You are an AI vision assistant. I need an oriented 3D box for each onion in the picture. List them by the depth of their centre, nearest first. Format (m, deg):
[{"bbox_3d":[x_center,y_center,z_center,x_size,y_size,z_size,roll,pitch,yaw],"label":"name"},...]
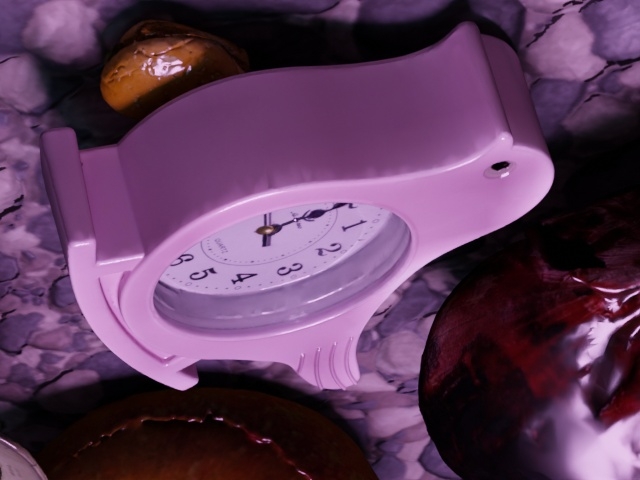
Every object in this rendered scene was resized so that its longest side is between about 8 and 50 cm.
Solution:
[{"bbox_3d":[0.192,0.072,1.117,0.281,0.221,0.281,-2,159,-1],"label":"onion"}]

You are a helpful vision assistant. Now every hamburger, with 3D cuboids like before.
[{"bbox_3d":[-0.079,-0.089,1.030,0.083,0.044,0.076,20,140,-23],"label":"hamburger"}]

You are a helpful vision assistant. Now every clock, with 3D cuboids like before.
[{"bbox_3d":[0.000,0.000,1.097,0.275,0.080,0.290,-17,154,1],"label":"clock"}]

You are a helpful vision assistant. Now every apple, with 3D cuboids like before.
[{"bbox_3d":[-0.097,0.300,1.383,0.384,0.374,0.374,-45,140,-6],"label":"apple"}]

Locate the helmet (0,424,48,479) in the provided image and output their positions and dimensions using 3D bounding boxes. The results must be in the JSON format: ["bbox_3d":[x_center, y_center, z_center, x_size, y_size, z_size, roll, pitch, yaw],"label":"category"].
[{"bbox_3d":[-0.289,0.091,1.196,0.257,0.137,0.204,12,144,-7],"label":"helmet"}]
